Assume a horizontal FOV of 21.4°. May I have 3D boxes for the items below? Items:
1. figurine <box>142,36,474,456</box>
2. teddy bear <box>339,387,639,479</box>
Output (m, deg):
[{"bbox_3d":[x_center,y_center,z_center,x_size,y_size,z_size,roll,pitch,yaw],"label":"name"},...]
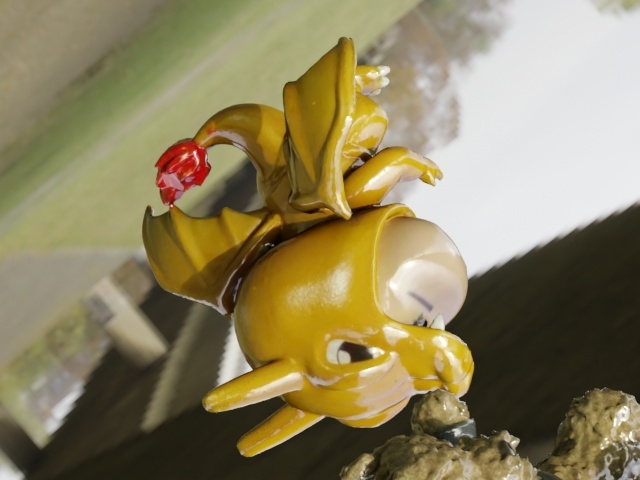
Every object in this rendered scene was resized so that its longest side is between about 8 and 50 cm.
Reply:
[{"bbox_3d":[-0.016,0.017,1.839,0.401,0.387,0.268,-29,147,36],"label":"figurine"},{"bbox_3d":[0.125,0.167,0.968,0.251,0.129,0.182,4,-164,-36],"label":"teddy bear"}]
